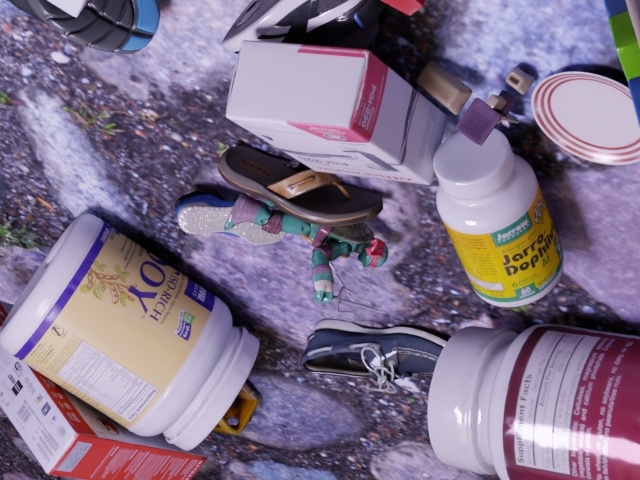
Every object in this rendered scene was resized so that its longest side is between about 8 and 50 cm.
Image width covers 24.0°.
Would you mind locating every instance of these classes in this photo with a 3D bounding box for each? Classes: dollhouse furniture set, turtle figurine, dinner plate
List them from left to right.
[{"bbox_3d":[0.000,0.000,1.931,0.234,0.118,0.175,29,-169,1],"label":"turtle figurine"},{"bbox_3d":[0.171,-0.168,1.629,0.114,0.091,0.081,41,-162,22],"label":"dollhouse furniture set"},{"bbox_3d":[0.290,-0.131,1.579,0.141,0.017,0.141,20,149,13],"label":"dinner plate"}]

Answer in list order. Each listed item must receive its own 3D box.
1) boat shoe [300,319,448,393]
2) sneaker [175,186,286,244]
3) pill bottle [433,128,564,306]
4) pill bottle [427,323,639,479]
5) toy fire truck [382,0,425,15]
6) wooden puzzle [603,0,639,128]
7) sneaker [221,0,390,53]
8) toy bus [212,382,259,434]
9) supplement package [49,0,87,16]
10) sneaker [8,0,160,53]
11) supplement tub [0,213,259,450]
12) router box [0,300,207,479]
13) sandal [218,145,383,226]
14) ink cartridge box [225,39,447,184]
[{"bbox_3d":[0.084,0.168,2.150,0.254,0.079,0.095,8,144,31],"label":"boat shoe"},{"bbox_3d":[-0.122,-0.035,2.036,0.152,0.084,0.058,3,110,-15],"label":"sneaker"},{"bbox_3d":[0.199,-0.029,1.711,0.117,0.118,0.208,8,144,31],"label":"pill bottle"},{"bbox_3d":[0.347,0.224,1.874,0.392,0.224,0.224,7,144,33],"label":"pill bottle"},{"bbox_3d":[0.049,-0.315,1.462,0.192,0.047,0.135,35,151,-11],"label":"toy fire truck"},{"bbox_3d":[0.328,-0.080,1.332,0.080,0.322,0.348,-22,132,18],"label":"wooden puzzle"},{"bbox_3d":[-0.011,-0.222,1.623,0.121,0.079,0.217,39,148,-19],"label":"sneaker"},{"bbox_3d":[-0.208,0.267,2.518,0.191,0.104,0.202,27,150,2],"label":"toy bus"},{"bbox_3d":[-0.239,-0.338,1.529,0.105,0.179,0.105,32,151,-7],"label":"supplement package"},{"bbox_3d":[-0.336,-0.329,1.725,0.341,0.125,0.139,32,178,-12],"label":"sneaker"},{"bbox_3d":[-0.283,0.142,2.249,0.331,0.241,0.241,34,150,-12],"label":"supplement tub"},{"bbox_3d":[-0.379,0.244,2.372,0.335,0.082,0.301,45,-165,35],"label":"router box"},{"bbox_3d":[-0.026,-0.079,1.877,0.219,0.090,0.060,25,129,19],"label":"sandal"},{"bbox_3d":[0.021,-0.136,1.635,0.158,0.092,0.218,9,172,29],"label":"ink cartridge box"}]
